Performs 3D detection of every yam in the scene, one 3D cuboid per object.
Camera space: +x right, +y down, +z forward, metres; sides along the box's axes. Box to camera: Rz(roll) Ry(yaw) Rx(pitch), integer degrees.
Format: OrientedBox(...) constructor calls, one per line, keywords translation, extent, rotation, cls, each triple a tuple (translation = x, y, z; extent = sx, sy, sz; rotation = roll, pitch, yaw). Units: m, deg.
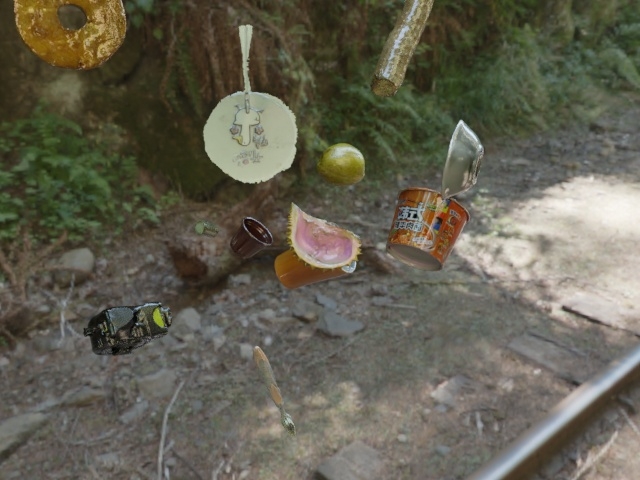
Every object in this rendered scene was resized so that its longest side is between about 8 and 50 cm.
OrientedBox(translation=(-0.327, -0.032, 1.918), extent=(0.043, 0.043, 0.094), rotation=(11, -1, 18), cls="yam")
OrientedBox(translation=(0.170, -0.415, 1.295), extent=(0.066, 0.299, 0.066), rotation=(20, -15, 6), cls="yam")

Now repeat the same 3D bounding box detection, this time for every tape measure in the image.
OrientedBox(translation=(-0.510, 0.238, 1.757), extent=(0.199, 0.112, 0.186), rotation=(2, -24, -44), cls="tape measure")

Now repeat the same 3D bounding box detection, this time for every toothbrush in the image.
OrientedBox(translation=(-0.101, 0.336, 1.483), extent=(0.028, 0.375, 0.037), rotation=(-26, 48, -11), cls="toothbrush")

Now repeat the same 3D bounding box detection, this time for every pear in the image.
OrientedBox(translation=(0.069, -0.254, 2.261), extent=(0.162, 0.148, 0.149), rotation=(5, 23, -20), cls="pear")

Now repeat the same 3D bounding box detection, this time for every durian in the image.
OrientedBox(translation=(-0.002, 0.000, 1.711), extent=(0.183, 0.132, 0.165), rotation=(11, 37, -21), cls="durian")

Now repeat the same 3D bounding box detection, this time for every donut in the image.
OrientedBox(translation=(-0.643, -0.561, 1.708), extent=(0.278, 0.277, 0.109), rotation=(-15, 10, -33), cls="donut")

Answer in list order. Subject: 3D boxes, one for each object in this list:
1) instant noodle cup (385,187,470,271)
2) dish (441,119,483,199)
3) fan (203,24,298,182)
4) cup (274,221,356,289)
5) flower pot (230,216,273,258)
OrientedBox(translation=(0.333, -0.028, 2.170), extent=(0.251, 0.250, 0.192), rotation=(15, 70, 26), cls="instant noodle cup")
OrientedBox(translation=(0.385, -0.204, 1.774), extent=(0.081, 0.229, 0.229), rotation=(13, 27, 17), cls="dish")
OrientedBox(translation=(-0.181, -0.343, 1.663), extent=(0.233, 0.414, 0.012), rotation=(-6, -9, -4), cls="fan")
OrientedBox(translation=(-0.005, 0.065, 2.280), extent=(0.264, 0.182, 0.226), rotation=(-25, -20, 27), cls="cup")
OrientedBox(translation=(-0.206, 0.001, 1.923), extent=(0.111, 0.089, 0.111), rotation=(37, 22, -18), cls="flower pot")
